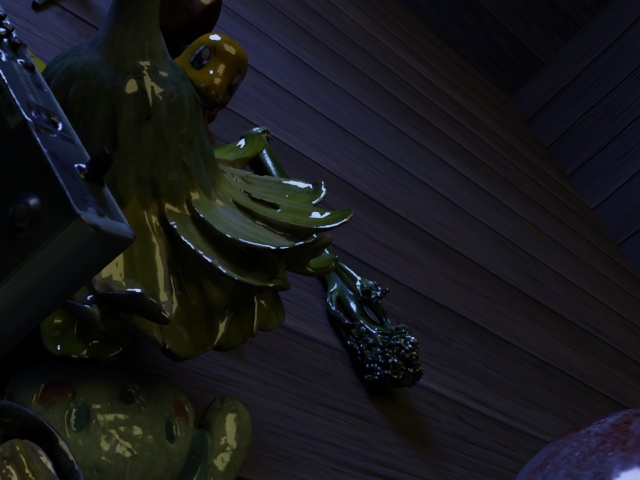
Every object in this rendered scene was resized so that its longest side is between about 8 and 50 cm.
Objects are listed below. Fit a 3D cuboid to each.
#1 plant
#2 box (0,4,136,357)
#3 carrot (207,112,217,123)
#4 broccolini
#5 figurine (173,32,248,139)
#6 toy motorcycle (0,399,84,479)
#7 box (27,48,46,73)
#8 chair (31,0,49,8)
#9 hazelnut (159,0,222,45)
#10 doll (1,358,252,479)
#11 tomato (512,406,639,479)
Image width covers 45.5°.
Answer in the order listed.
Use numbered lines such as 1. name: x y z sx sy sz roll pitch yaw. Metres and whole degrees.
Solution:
1. plant: -0.119 -0.047 0.485 0.305 0.297 0.261 5 54 -27
2. box: -0.233 -0.051 0.423 0.270 0.211 0.045 57 13 21
3. carrot: -0.187 -0.155 0.879 0.037 0.037 0.190 53 28 17
4. broccolini: 0.004 -0.001 0.885 0.078 0.074 0.392 19 36 -58
5. figurine: -0.136 -0.148 0.763 0.121 0.176 0.122 34 43 -29
6. toy motorcycle: -0.101 0.226 0.310 0.341 0.107 0.223 55 18 4
7. box: -0.350 -0.194 0.663 0.279 0.041 0.153 47 23 4
8. chair: -0.312 -0.423 0.923 0.166 0.188 0.272 41 28 -14
9. hazelnut: -0.204 -0.337 1.033 0.154 0.143 0.143 54 21 -15
10. doll: -0.132 0.120 0.472 0.214 0.071 0.104 20 40 -34
11. tomato: 0.294 0.303 0.638 0.316 0.282 0.317 23 53 -34
